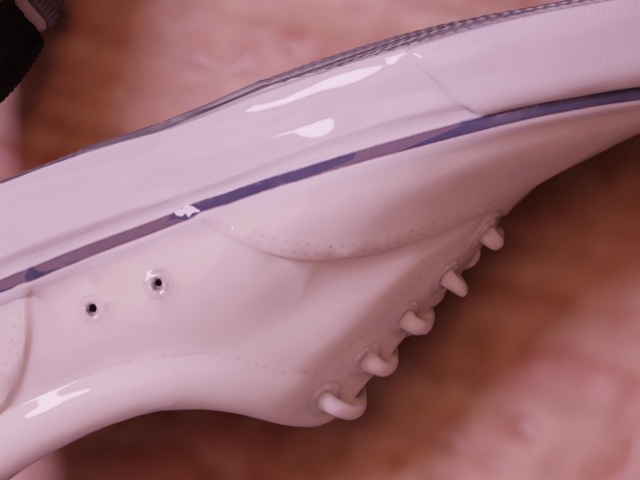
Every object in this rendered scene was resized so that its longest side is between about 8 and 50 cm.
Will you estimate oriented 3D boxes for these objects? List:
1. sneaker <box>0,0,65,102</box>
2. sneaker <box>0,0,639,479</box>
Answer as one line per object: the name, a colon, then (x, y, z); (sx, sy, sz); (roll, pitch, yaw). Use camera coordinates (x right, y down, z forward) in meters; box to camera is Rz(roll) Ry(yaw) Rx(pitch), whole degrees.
sneaker: (-0.145, -0.133, 0.546); (0.132, 0.086, 0.229); (1, 62, 20)
sneaker: (0.000, 0.000, 0.465); (0.258, 0.094, 0.091); (-19, 98, 3)
